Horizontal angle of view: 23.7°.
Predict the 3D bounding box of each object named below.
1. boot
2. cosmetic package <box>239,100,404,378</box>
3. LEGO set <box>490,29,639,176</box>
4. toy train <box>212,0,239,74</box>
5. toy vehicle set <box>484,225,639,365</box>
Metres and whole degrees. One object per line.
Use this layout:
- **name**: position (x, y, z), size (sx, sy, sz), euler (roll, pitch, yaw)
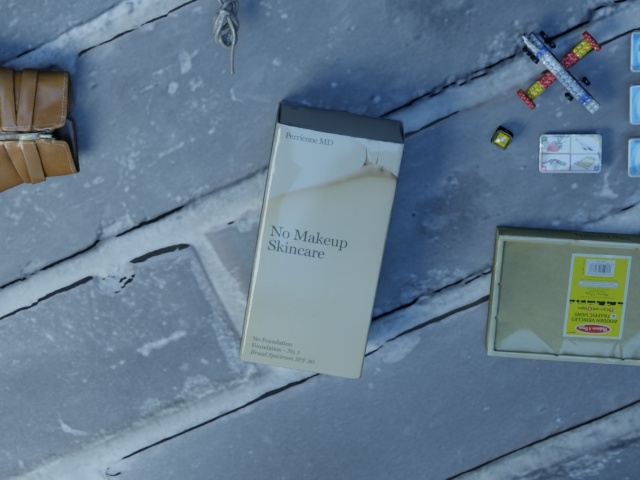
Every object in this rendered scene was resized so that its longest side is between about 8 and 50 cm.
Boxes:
- **boot**: position (-0.410, -0.185, 1.815), size (0.220, 0.109, 0.283), euler (-5, 111, 4)
- **cosmetic package**: position (0.000, 0.000, 1.875), size (0.160, 0.113, 0.309), euler (8, 110, -2)
- **LEGO set**: position (0.328, -0.162, 1.839), size (0.244, 0.060, 0.182), euler (1, 107, 7)
- **toy train**: position (-0.168, -0.319, 1.777), size (0.143, 0.105, 0.248), euler (6, 110, 9)
- **toy vehicle set**: position (0.348, 0.073, 1.935), size (0.266, 0.035, 0.166), euler (4, 109, -1)
